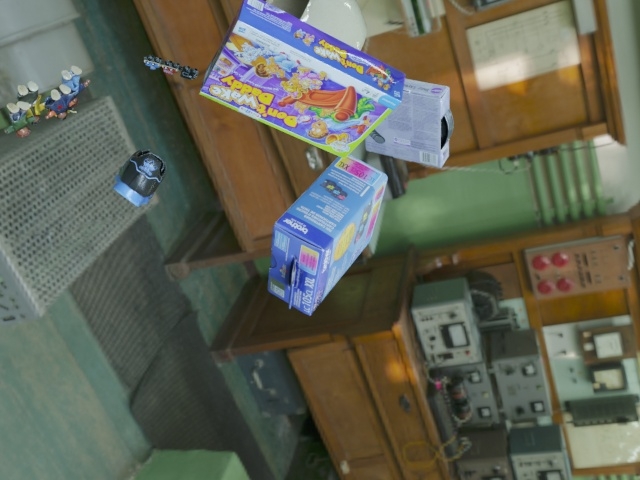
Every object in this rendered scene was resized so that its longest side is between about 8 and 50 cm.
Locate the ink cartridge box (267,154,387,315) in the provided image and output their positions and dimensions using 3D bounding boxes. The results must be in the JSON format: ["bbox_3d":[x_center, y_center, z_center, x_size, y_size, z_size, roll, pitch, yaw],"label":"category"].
[{"bbox_3d":[0.000,0.000,1.687,0.395,0.151,0.270,-47,159,-37],"label":"ink cartridge box"}]

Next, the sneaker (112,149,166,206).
[{"bbox_3d":[-0.327,-0.122,1.216,0.081,0.090,0.232,39,-1,-19],"label":"sneaker"}]

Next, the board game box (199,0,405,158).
[{"bbox_3d":[-0.040,-0.316,1.321,0.347,0.233,0.078,21,59,-19],"label":"board game box"}]

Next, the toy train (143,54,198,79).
[{"bbox_3d":[-0.399,-0.458,1.741,0.027,0.158,0.036,-41,148,-72],"label":"toy train"}]

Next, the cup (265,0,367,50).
[{"bbox_3d":[-0.010,-0.608,1.867,0.237,0.331,0.331,23,52,-31],"label":"cup"}]

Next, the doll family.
[{"bbox_3d":[-0.530,-0.267,1.277,0.076,0.193,0.111,57,-27,14],"label":"doll family"}]

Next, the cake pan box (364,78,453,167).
[{"bbox_3d":[0.247,-0.345,1.884,0.070,0.266,0.246,-53,147,-33],"label":"cake pan box"}]
